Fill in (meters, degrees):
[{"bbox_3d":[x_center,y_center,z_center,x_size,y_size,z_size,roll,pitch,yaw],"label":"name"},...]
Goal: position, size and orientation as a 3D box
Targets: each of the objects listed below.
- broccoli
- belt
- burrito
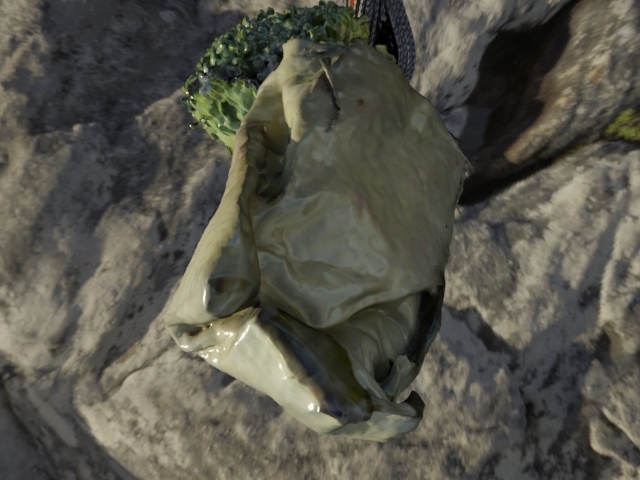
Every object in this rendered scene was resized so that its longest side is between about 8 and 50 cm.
[{"bbox_3d":[-0.014,-0.170,1.089,0.243,0.273,0.180,2,64,39],"label":"broccoli"},{"bbox_3d":[0.065,-0.366,1.264,0.126,0.094,0.359,-13,113,-19],"label":"belt"},{"bbox_3d":[-0.003,-0.002,0.687,0.135,0.331,0.190,-25,118,32],"label":"burrito"}]
